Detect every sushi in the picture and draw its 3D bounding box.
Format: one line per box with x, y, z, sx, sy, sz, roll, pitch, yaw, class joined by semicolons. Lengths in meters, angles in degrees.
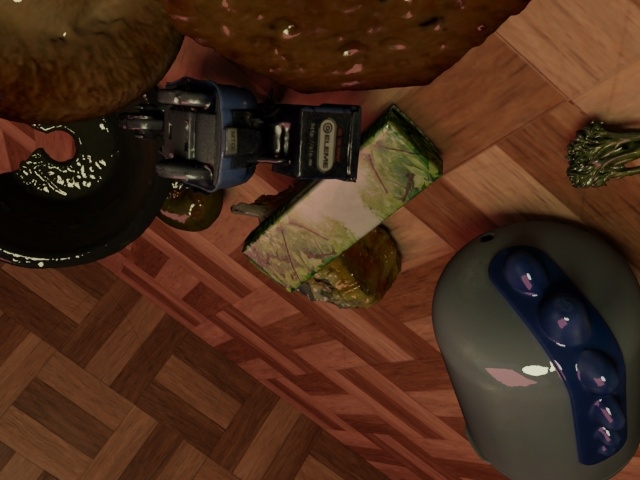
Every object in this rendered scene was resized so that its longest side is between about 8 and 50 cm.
0.000;0.000;0.965;0.184;0.139;0.274;-2;135;48;sushi

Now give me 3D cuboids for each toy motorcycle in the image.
-0.115;-0.132;0.763;0.358;0.212;0.125;27;116;58;toy motorcycle

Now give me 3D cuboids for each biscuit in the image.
0.006;-0.244;0.497;0.359;0.046;0.359;8;153;4;biscuit

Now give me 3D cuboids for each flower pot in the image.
-0.442;-0.156;1.069;0.379;0.379;0.251;44;173;-19;flower pot

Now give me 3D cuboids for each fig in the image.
-0.240;-0.091;1.169;0.132;0.185;0.127;9;112;6;fig

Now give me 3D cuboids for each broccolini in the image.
0.311;-0.097;0.526;0.067;0.058;0.216;1;168;-36;broccolini

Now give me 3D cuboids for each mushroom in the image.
-0.261;-0.274;0.613;0.356;0.334;0.331;24;161;34;mushroom

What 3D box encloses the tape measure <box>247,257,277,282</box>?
-0.060;0.034;1.162;0.154;0.088;0.177;32;160;-25;tape measure

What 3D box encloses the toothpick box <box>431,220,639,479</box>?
0.271;0.137;0.746;0.263;0.263;0.355;15;148;36;toothpick box

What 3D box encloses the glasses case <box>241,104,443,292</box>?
0.021;-0.045;0.786;0.095;0.062;0.272;42;122;-16;glasses case
